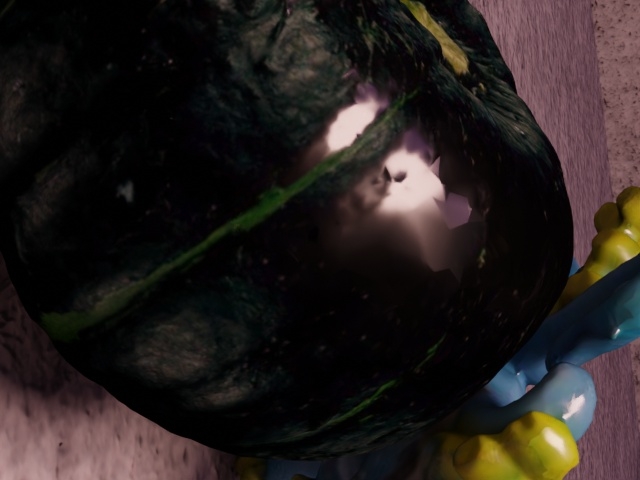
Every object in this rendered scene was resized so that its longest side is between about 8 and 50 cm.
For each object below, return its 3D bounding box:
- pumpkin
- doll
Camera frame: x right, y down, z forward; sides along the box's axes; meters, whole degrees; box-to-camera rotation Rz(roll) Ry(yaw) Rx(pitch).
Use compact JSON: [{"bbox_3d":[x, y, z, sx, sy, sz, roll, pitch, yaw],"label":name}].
[{"bbox_3d":[-0.031,-0.033,0.604,0.315,0.238,0.315,49,23,-29],"label":"pumpkin"},{"bbox_3d":[0.095,0.079,0.768,0.099,0.346,0.341,49,34,-12],"label":"doll"}]
